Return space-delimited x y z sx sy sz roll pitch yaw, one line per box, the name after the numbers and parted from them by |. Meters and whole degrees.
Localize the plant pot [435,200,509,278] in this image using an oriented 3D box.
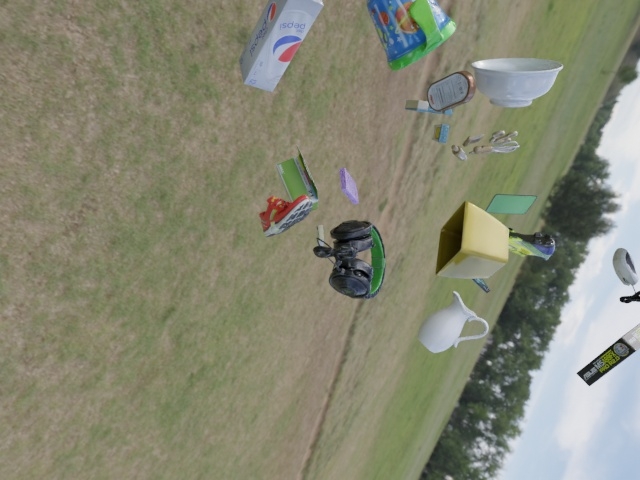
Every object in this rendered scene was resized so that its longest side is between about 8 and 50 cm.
0.548 0.021 1.659 0.212 0.187 0.212 112 -5 -59 | plant pot

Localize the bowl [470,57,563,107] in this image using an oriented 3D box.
0.675 -0.550 1.632 0.298 0.297 0.134 -40 135 -47 | bowl

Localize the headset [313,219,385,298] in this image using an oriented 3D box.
0.116 0.051 1.391 0.394 0.185 0.244 13 76 -55 | headset

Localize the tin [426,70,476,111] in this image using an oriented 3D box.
0.441 -0.507 1.588 0.040 0.189 0.106 -15 93 -33 | tin

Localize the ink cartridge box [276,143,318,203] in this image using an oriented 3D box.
-0.085 -0.211 1.670 0.097 0.189 0.255 -23 172 -4 | ink cartridge box

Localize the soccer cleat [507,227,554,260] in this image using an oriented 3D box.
0.783 0.015 1.877 0.093 0.289 0.121 -53 148 -45 | soccer cleat

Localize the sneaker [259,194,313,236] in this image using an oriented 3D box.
-0.132 -0.099 1.546 0.107 0.118 0.279 -22 176 -39 | sneaker

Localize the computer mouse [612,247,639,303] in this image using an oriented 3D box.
1.043 0.122 1.594 0.042 0.193 0.106 -15 173 -11 | computer mouse

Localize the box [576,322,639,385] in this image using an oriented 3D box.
1.034 0.381 1.610 0.270 0.060 0.216 -11 141 -37 | box

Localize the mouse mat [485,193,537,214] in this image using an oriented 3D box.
0.857 -0.162 2.101 0.153 0.189 0.007 93 -1 -61 | mouse mat

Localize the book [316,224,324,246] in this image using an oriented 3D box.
0.000 0.000 2.307 0.144 0.035 0.096 -99 -171 -58 | book

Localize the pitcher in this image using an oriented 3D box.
0.459 0.310 1.626 0.207 0.178 0.125 -49 162 12 | pitcher

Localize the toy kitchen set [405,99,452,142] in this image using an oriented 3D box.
0.485 -0.527 2.071 0.122 0.207 0.166 -132 -133 -67 | toy kitchen set

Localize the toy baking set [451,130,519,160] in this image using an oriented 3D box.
0.528 -0.292 1.486 0.256 0.196 0.030 12 71 -65 | toy baking set

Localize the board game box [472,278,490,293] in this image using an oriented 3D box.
0.725 0.159 2.211 0.026 0.126 0.186 -44 -157 16 | board game box

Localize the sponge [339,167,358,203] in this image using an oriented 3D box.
0.144 -0.271 2.340 0.210 0.031 0.117 39 42 -64 | sponge

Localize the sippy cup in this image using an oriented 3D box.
0.264 -0.690 1.444 0.240 0.305 0.224 -48 113 -26 | sippy cup

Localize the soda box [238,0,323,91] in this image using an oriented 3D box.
-0.109 -0.526 1.195 0.091 0.098 0.286 6 145 -34 | soda box
